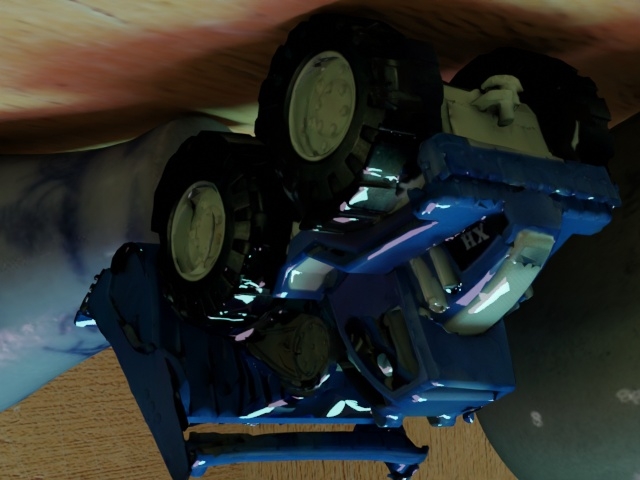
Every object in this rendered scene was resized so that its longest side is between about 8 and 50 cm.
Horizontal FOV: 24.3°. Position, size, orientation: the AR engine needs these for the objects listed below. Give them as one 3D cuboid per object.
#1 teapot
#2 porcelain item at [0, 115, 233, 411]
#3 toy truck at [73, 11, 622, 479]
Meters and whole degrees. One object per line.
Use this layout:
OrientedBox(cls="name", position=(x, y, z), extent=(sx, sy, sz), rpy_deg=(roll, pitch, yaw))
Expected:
OrientedBox(cls="teapot", position=(0.153, 0.033, 0.582), extent=(0.193, 0.129, 0.294), rpy_deg=(-40, -156, 8))
OrientedBox(cls="porcelain item", position=(-0.148, 0.014, 0.708), extent=(0.259, 0.141, 0.141), rpy_deg=(-13, 168, 33))
OrientedBox(cls="toy truck", position=(0.009, 0.019, 0.541), extent=(0.113, 0.126, 0.208), rpy_deg=(5, 150, -36))
